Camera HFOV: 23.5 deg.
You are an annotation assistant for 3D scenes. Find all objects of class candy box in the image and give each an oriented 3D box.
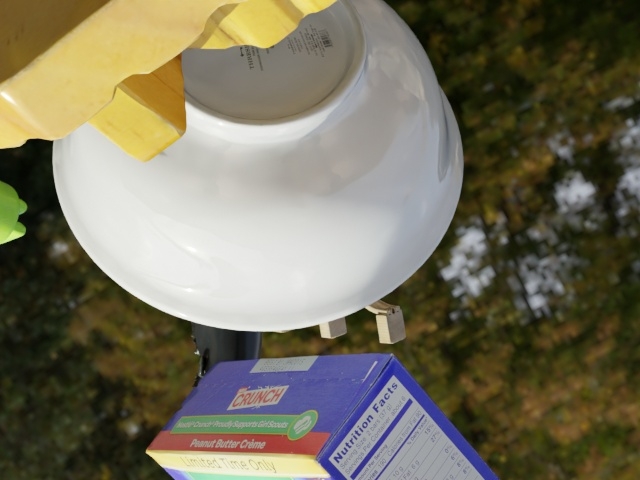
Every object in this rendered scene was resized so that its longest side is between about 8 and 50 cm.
[{"bbox_3d":[0.045,0.244,1.324,0.122,0.317,0.268,-51,-158,-27],"label":"candy box"}]

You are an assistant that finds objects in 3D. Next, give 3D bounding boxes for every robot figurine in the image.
[{"bbox_3d":[-0.329,-0.033,1.435,0.067,0.115,0.101,-15,-115,33],"label":"robot figurine"}]

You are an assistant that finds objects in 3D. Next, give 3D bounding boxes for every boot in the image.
[{"bbox_3d":[-0.112,0.172,1.820,0.094,0.207,0.246,5,177,-6],"label":"boot"}]

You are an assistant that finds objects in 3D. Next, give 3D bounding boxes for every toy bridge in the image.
[{"bbox_3d":[0.010,0.067,1.576,0.026,0.063,0.188,-18,-167,-40],"label":"toy bridge"}]

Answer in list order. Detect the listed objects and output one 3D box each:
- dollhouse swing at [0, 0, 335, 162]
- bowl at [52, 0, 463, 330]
[{"bbox_3d":[0.016,-0.143,0.660,0.347,0.315,0.305,-35,-129,12],"label":"dollhouse swing"},{"bbox_3d":[-0.043,-0.096,1.060,0.298,0.298,0.134,-36,156,-21],"label":"bowl"}]
